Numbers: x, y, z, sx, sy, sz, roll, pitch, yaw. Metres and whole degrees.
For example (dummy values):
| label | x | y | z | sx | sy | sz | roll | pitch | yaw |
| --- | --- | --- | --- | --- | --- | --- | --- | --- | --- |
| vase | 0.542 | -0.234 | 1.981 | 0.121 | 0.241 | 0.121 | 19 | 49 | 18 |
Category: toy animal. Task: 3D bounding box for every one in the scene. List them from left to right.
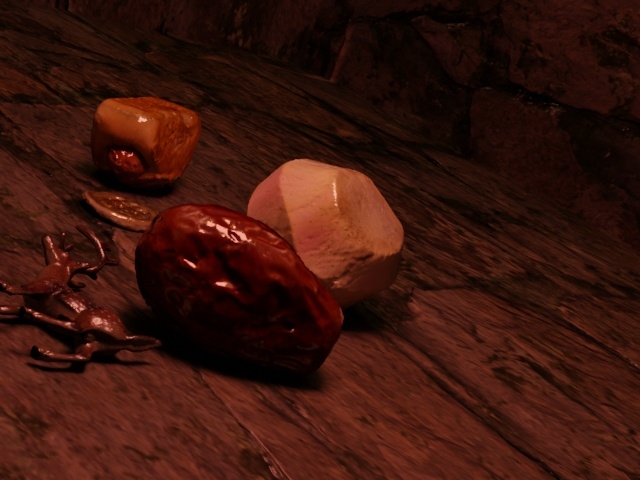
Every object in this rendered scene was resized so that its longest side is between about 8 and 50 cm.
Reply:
| label | x | y | z | sx | sy | sz | roll | pitch | yaw |
| --- | --- | --- | --- | --- | --- | --- | --- | --- | --- |
| toy animal | -0.320 | 0.079 | 1.699 | 0.243 | 0.087 | 0.260 | 43 | 22 | 25 |

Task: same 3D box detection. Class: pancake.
| label | x | y | z | sx | sy | sz | roll | pitch | yaw |
| --- | --- | --- | --- | --- | --- | --- | --- | --- | --- |
| pancake | -0.326 | -0.050 | 2.219 | 0.139 | 0.022 | 0.139 | 20 | 14 | -5 |

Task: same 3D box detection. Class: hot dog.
| label | x | y | z | sx | sy | sz | roll | pitch | yaw |
| --- | --- | --- | --- | --- | --- | --- | --- | --- | --- |
| hot dog | -0.317 | -0.170 | 2.408 | 0.150 | 0.153 | 0.256 | 20 | 12 | 14 |

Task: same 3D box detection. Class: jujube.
| label | x | y | z | sx | sy | sz | roll | pitch | yaw |
| --- | --- | --- | --- | --- | --- | --- | --- | --- | --- |
| jujube | -0.109 | 0.065 | 1.791 | 0.290 | 0.197 | 0.197 | 32 | 12 | -14 |

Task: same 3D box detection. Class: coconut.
| label | x | y | z | sx | sy | sz | roll | pitch | yaw |
| --- | --- | --- | --- | --- | --- | --- | --- | --- | --- |
| coconut | 0.000 | 0.000 | 2.110 | 0.259 | 0.259 | 0.259 | 19 | 15 | -5 |
